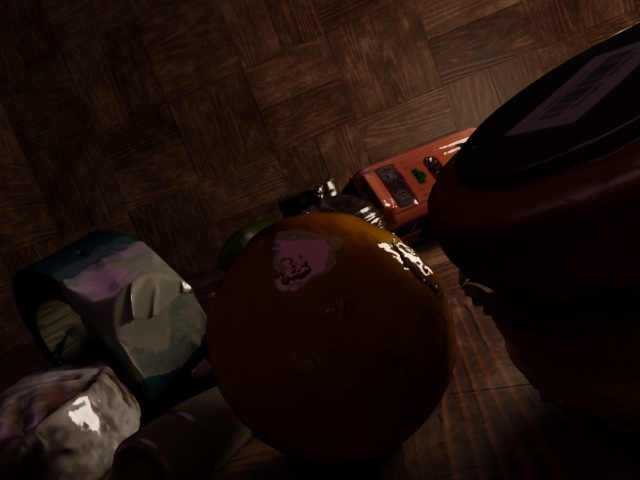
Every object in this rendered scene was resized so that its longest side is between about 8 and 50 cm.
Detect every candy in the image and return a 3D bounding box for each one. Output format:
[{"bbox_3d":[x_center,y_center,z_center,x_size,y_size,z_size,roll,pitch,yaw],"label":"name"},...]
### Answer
[{"bbox_3d":[-0.347,0.250,0.622,0.214,0.157,0.289,-32,8,-17],"label":"candy"}]

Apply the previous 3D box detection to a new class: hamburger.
[{"bbox_3d":[0.267,-0.017,0.394,0.329,0.250,0.330,-36,14,11],"label":"hamburger"}]

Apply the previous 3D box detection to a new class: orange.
[{"bbox_3d":[0.011,0.089,0.490,0.245,0.246,0.246,-20,6,2],"label":"orange"}]

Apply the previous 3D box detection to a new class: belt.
[{"bbox_3d":[-0.377,0.144,0.862,0.436,0.300,0.173,-15,20,43],"label":"belt"}]

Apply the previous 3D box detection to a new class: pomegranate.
[{"bbox_3d":[-0.119,0.077,1.197,0.235,0.236,0.302,-23,30,-20],"label":"pomegranate"}]

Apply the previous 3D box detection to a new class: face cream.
[{"bbox_3d":[-0.099,0.205,0.619,0.137,0.084,0.341,-28,-4,27],"label":"face cream"}]

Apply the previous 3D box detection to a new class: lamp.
[{"bbox_3d":[0.012,0.000,0.935,0.246,0.247,0.247,-20,6,2],"label":"lamp"}]

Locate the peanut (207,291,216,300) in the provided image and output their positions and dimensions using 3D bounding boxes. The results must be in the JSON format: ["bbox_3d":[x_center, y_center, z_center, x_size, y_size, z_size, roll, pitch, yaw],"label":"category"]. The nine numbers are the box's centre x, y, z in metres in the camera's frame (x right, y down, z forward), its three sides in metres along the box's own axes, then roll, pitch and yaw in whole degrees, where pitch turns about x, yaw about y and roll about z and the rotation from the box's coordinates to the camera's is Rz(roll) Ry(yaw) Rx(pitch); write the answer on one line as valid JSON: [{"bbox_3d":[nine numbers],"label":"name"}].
[{"bbox_3d":[-0.301,0.177,1.540,0.113,0.054,0.054,-17,7,4],"label":"peanut"}]

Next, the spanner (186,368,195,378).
[{"bbox_3d":[-0.326,0.266,1.039,0.071,0.018,0.302,-24,7,-25],"label":"spanner"}]

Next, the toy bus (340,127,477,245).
[{"bbox_3d":[0.261,-0.122,1.276,0.426,0.203,0.233,-23,-22,-20],"label":"toy bus"}]

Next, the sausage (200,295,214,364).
[{"bbox_3d":[-0.127,0.152,0.865,0.241,0.136,0.120,-10,-1,36],"label":"sausage"}]
